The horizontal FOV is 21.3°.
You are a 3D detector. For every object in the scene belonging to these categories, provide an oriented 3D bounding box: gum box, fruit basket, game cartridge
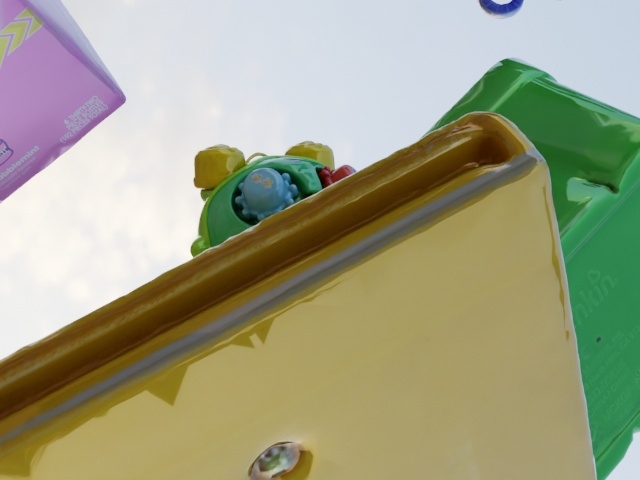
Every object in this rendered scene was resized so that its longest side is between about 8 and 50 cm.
[{"bbox_3d":[-0.155,-0.114,0.591,0.188,0.062,0.107,54,4,30],"label":"gum box"},{"bbox_3d":[0.085,0.073,1.271,0.392,0.392,0.283,10,-42,56],"label":"fruit basket"},{"bbox_3d":[-0.011,0.129,0.745,0.052,0.285,0.323,52,-16,42],"label":"game cartridge"}]

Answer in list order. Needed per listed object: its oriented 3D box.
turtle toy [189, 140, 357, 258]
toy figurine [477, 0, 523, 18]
[{"bbox_3d":[0.000,0.000,0.780,0.066,0.130,0.095,-2,-87,58],"label":"turtle toy"},{"bbox_3d":[0.188,-0.252,1.399,0.191,0.363,0.217,107,0,-62],"label":"toy figurine"}]
